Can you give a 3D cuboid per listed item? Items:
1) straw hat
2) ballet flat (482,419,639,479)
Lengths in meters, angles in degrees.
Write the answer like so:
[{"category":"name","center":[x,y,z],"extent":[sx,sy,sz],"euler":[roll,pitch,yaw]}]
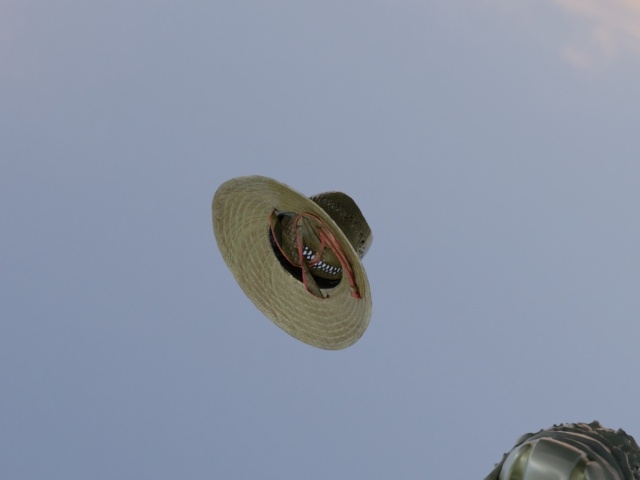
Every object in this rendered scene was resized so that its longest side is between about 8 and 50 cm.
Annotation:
[{"category":"straw hat","center":[0.000,0.000,1.012],"extent":[0.144,0.144,0.061],"euler":[38,-124,19]},{"category":"ballet flat","center":[0.158,0.235,1.179],"extent":[0.147,0.147,0.409],"euler":[34,-137,15]}]
